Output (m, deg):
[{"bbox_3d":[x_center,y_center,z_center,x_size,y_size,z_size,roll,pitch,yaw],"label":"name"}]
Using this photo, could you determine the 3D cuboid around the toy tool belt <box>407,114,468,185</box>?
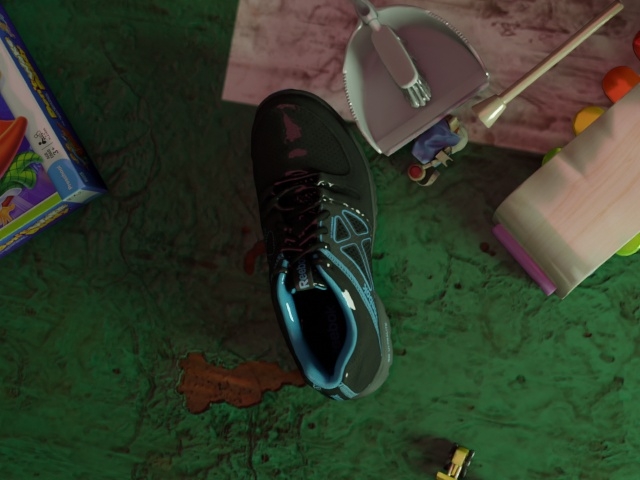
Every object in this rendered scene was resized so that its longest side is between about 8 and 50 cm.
[{"bbox_3d":[0.119,-0.098,1.575,0.052,0.051,0.083,42,97,10],"label":"toy tool belt"}]

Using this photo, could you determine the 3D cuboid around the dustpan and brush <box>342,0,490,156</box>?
[{"bbox_3d":[0.067,-0.215,1.581,0.147,0.060,0.211,-35,61,12],"label":"dustpan and brush"}]

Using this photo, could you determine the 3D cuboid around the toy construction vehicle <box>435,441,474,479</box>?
[{"bbox_3d":[0.157,0.276,1.567,0.086,0.035,0.098,25,94,11],"label":"toy construction vehicle"}]

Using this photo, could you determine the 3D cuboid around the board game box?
[{"bbox_3d":[-0.430,-0.144,1.679,0.233,0.078,0.347,-32,83,10],"label":"board game box"}]

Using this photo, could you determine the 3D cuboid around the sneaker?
[{"bbox_3d":[0.000,0.000,1.554,0.125,0.140,0.340,-17,84,13],"label":"sneaker"}]

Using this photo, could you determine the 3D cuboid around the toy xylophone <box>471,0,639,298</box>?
[{"bbox_3d":[0.305,-0.102,1.520,0.323,0.081,0.236,-33,83,9],"label":"toy xylophone"}]
